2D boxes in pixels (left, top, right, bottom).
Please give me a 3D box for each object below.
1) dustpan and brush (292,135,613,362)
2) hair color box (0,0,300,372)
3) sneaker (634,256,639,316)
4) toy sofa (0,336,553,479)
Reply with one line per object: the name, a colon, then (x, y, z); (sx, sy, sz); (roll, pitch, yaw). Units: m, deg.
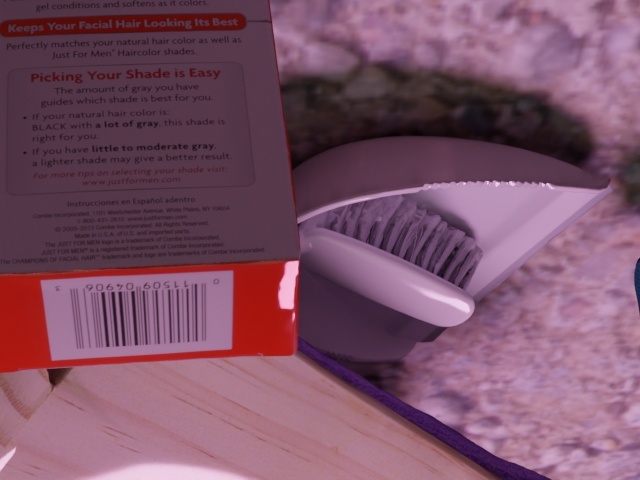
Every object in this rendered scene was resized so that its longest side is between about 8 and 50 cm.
dustpan and brush: (0.000, 0.000, 0.662); (0.211, 0.060, 0.147); (22, 136, -25)
hair color box: (-0.060, -0.043, 0.502); (0.093, 0.167, 0.053); (-3, 143, -6)
sneaker: (0.217, -0.039, 0.593); (0.140, 0.125, 0.341); (3, 141, -5)
toy sofa: (-0.047, 0.097, 0.712); (0.177, 0.150, 0.362); (-51, 133, 5)
